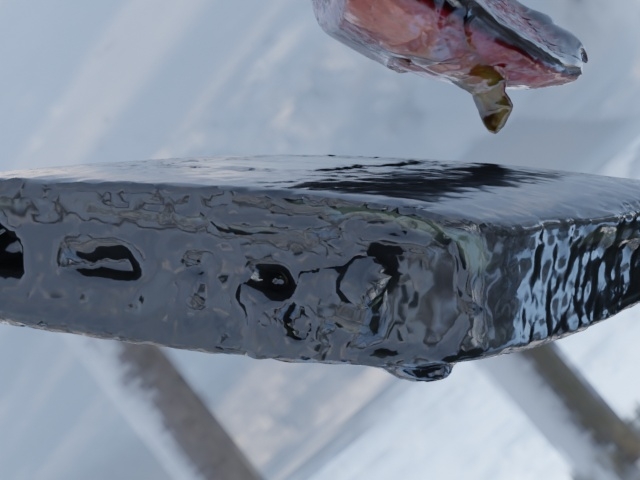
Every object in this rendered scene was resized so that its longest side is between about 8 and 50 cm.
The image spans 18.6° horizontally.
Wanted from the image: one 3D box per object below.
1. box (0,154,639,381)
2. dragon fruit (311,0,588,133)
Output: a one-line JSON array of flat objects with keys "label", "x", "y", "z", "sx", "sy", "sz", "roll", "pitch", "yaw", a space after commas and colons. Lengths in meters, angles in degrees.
[{"label": "box", "x": 0.000, "y": 0.000, "z": 1.058, "sx": 0.350, "sy": 0.359, "sz": 0.091, "roll": -8, "pitch": 102, "yaw": -61}, {"label": "dragon fruit", "x": 0.075, "y": -0.172, "z": 1.447, "sx": 0.100, "sy": 0.282, "sz": 0.343, "roll": -59, "pitch": -160, "yaw": 15}]
